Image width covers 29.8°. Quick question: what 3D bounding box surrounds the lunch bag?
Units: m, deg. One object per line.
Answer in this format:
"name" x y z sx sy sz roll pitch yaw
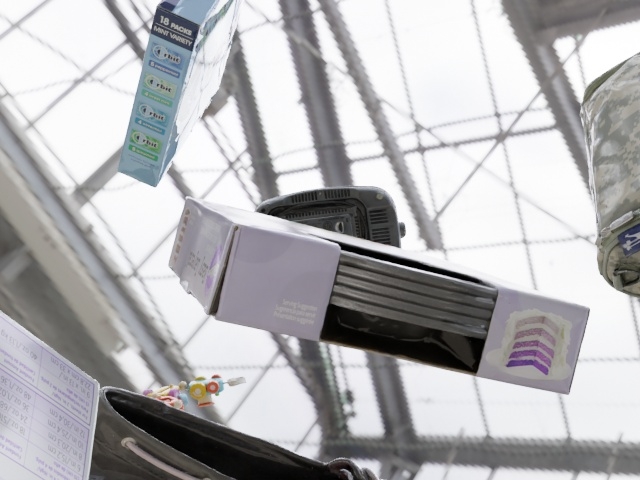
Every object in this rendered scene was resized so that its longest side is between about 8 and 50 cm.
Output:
"lunch bag" 0.424 -0.079 1.331 0.256 0.305 0.212 -10 -47 15

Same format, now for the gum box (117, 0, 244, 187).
"gum box" -0.111 -0.161 1.027 0.041 0.157 0.184 23 -45 1

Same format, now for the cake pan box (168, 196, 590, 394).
"cake pan box" 0.027 0.034 0.855 0.246 0.070 0.267 12 3 -13

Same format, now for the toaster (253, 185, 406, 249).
"toaster" 0.000 0.000 1.589 0.227 0.146 0.129 -8 -92 2

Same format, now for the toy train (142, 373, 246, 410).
"toy train" -0.196 0.242 1.801 0.125 0.166 0.046 1 -80 51

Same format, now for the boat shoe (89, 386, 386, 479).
"boat shoe" -0.029 0.194 0.909 0.335 0.112 0.095 15 -77 -12

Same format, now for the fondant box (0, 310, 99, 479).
"fondant box" -0.241 0.216 0.577 0.238 0.330 0.096 -24 -46 22
